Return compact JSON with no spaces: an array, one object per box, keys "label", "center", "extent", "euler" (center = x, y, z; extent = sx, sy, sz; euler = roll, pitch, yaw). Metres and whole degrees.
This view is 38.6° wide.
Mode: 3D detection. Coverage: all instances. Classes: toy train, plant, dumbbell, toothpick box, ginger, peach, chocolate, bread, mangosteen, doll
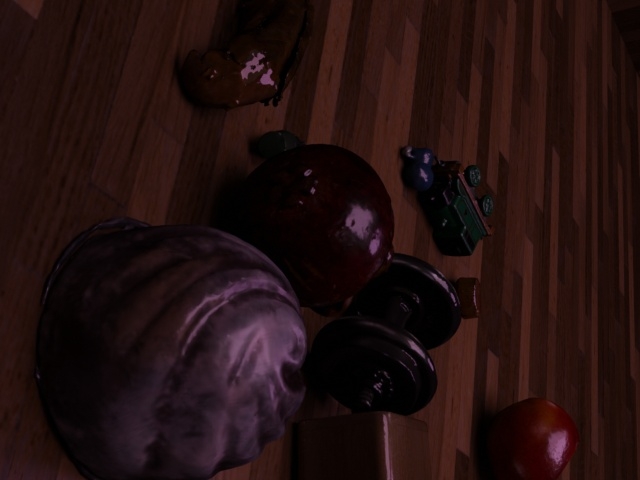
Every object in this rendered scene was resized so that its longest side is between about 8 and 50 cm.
[{"label":"toy train","center":[0.260,-0.061,1.760],"extent":[0.228,0.091,0.136],"euler":[56,49,-36]},{"label":"plant","center":[-0.054,-0.132,1.295],"extent":[0.102,0.051,0.051],"euler":[-12,93,-73]},{"label":"dumbbell","center":[0.098,0.138,1.337],"extent":[0.192,0.192,0.290],"euler":[63,34,-28]},{"label":"toothpick box","center":[0.064,0.399,1.237],"extent":[0.187,0.190,0.308],"euler":[27,55,-53]},{"label":"ginger","center":[-0.078,-0.274,1.239],"extent":[0.133,0.107,0.309],"euler":[41,46,-16]},{"label":"peach","center":[0.426,0.417,1.819],"extent":[0.190,0.190,0.192],"euler":[17,50,-57]},{"label":"chocolate","center":[-0.119,0.110,0.965],"extent":[0.303,0.213,0.303],"euler":[19,67,-55]},{"label":"bread","center":[0.285,0.113,1.792],"extent":[0.085,0.053,0.085],"euler":[-4,90,-71]},{"label":"mangosteen","center":[0.000,0.000,1.198],"extent":[0.257,0.215,0.215],"euler":[60,35,-50]},{"label":"doll","center":[0.180,-0.133,1.685],"extent":[0.076,0.050,0.083],"euler":[26,62,-49]}]

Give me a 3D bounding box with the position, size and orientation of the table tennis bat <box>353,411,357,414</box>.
[{"label":"table tennis bat","center":[0.090,0.217,1.471],"extent":[0.130,0.019,0.220],"euler":[28,60,-55]}]
